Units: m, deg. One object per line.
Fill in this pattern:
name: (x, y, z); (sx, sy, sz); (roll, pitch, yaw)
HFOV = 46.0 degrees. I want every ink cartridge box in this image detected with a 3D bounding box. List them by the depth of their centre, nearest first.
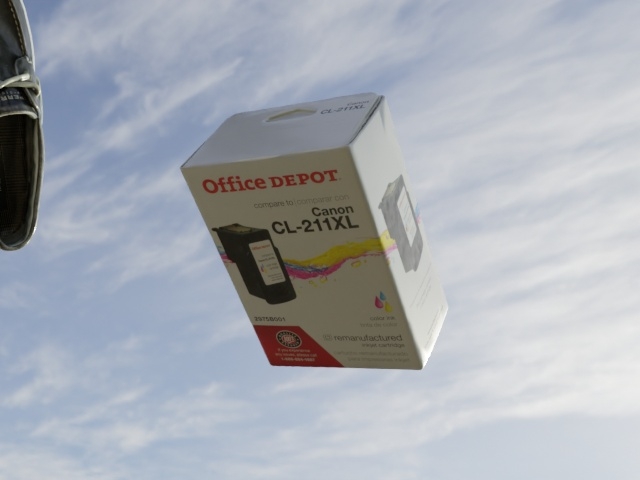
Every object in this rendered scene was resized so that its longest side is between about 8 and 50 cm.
ink cartridge box: (0.000, 0.000, 0.519); (0.127, 0.072, 0.175); (-4, -57, 29)

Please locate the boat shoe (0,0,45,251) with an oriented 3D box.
boat shoe: (-0.348, -0.149, 0.820); (0.119, 0.121, 0.335); (20, -60, 43)
